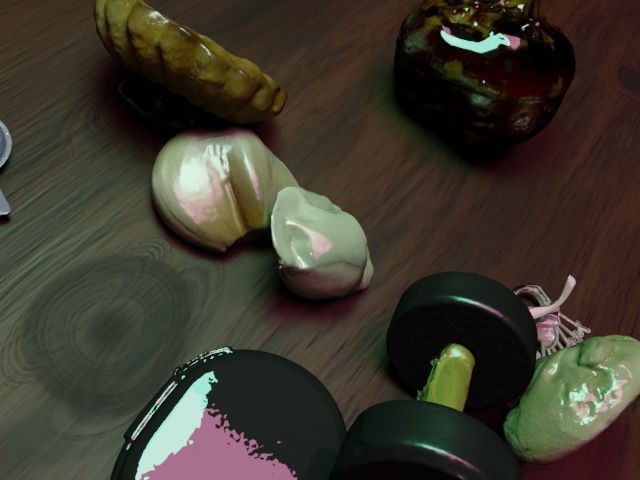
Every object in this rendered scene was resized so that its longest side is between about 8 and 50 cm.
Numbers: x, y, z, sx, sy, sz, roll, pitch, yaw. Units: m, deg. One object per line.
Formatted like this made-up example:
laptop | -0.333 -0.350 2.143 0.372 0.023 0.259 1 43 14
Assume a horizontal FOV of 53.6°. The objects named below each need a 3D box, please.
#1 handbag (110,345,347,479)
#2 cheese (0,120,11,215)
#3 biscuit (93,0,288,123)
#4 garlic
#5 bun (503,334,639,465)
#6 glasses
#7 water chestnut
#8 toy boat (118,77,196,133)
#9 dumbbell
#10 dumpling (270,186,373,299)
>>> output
handbag | -0.104 0.270 0.750 0.254 0.093 0.308 33 53 4
cheese | -0.486 -0.113 0.880 0.105 0.042 0.191 -4 61 -22
biscuit | -0.203 -0.275 0.975 0.326 0.107 0.326 31 12 -7
garlic | -0.148 -0.097 0.962 0.217 0.110 0.228 -19 68 -26
bun | 0.344 0.213 0.888 0.237 0.210 0.116 -31 72 -18
glasses | 0.337 0.148 0.999 0.255 0.095 0.162 -11 78 -24
water chestnut | 0.310 -0.356 1.164 0.335 0.347 0.335 11 46 -12
toy boat | -0.260 -0.220 1.023 0.137 0.061 0.060 34 53 2
dumbbell | 0.153 0.203 0.781 0.204 0.203 0.322 32 39 1
dumpling | 0.003 0.001 0.933 0.216 0.126 0.166 6 67 -27
